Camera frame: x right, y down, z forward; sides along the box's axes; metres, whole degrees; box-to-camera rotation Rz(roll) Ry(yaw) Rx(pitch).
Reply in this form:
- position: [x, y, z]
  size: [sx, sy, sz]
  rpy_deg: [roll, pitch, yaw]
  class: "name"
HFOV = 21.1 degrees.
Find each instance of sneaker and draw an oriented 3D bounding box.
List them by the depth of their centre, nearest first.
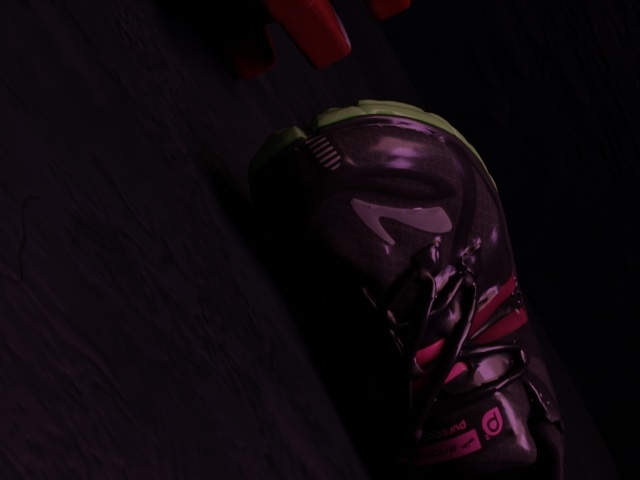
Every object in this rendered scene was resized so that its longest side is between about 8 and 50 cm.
- position: [0.100, 0.082, 1.370]
  size: [0.483, 0.185, 0.202]
  rpy_deg: [57, 9, -37]
  class: "sneaker"

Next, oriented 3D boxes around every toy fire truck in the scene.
- position: [-0.054, -0.295, 1.456]
  size: [0.254, 0.169, 0.302]
  rpy_deg: [48, 21, -71]
  class: "toy fire truck"

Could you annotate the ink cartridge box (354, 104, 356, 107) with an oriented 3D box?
- position: [0.111, -0.083, 1.843]
  size: [0.181, 0.056, 0.225]
  rpy_deg: [39, -10, 3]
  class: "ink cartridge box"
